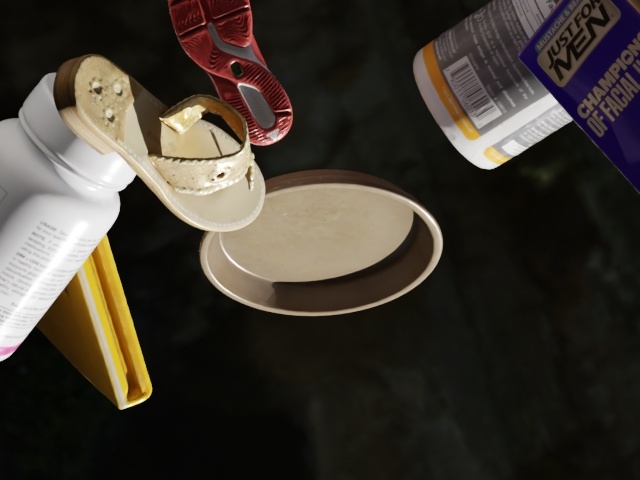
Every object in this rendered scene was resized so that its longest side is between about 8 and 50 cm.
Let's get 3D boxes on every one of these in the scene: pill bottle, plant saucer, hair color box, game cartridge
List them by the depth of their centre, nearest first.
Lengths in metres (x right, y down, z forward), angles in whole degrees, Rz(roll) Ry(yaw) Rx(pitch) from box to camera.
[{"bbox_3d":[0.328,-0.063,1.541,0.185,0.339,0.110,0,133,-51],"label":"hair color box"},{"bbox_3d":[-0.310,-0.024,2.065,0.283,0.160,0.160,-50,-163,17],"label":"pill bottle"},{"bbox_3d":[0.255,-0.213,2.208,0.278,0.162,0.162,-32,-160,19],"label":"pill bottle"},{"bbox_3d":[0.000,0.000,2.270,0.278,0.278,0.041,-16,-124,19],"label":"plant saucer"},{"bbox_3d":[-0.313,0.020,2.371,0.053,0.285,0.324,-23,-153,-18],"label":"game cartridge"}]

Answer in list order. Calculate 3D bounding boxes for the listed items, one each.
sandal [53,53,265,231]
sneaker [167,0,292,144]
[{"bbox_3d":[-0.094,-0.074,1.520,0.079,0.240,0.088,-9,-118,37],"label":"sandal"},{"bbox_3d":[-0.107,-0.203,2.075,0.087,0.221,0.128,-22,-170,-9],"label":"sneaker"}]
